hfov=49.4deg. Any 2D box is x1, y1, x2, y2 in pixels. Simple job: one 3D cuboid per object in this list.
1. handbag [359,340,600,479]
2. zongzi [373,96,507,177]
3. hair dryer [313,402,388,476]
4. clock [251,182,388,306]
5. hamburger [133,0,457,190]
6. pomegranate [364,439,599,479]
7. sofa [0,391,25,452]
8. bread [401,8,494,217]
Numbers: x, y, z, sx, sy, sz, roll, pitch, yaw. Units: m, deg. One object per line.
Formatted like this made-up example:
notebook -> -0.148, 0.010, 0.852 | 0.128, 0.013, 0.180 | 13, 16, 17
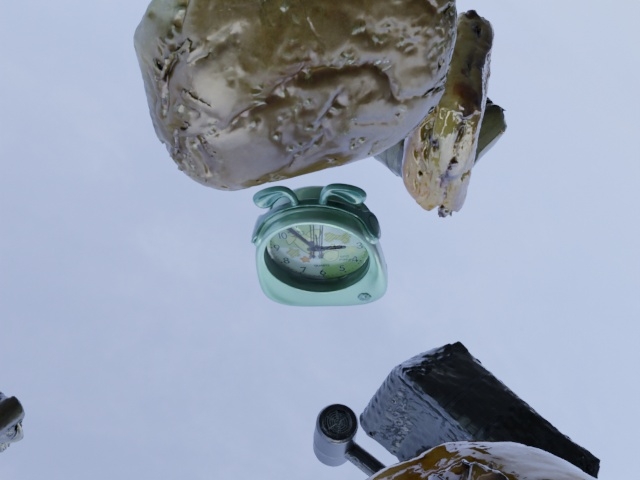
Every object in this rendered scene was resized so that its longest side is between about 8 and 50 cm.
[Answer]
handbag -> 0.155, 0.226, 0.708 | 0.089, 0.175, 0.270 | -24, -127, -38
zongzi -> 0.232, -0.237, 1.486 | 0.274, 0.251, 0.125 | 42, 172, 43
hair dryer -> 0.081, 0.370, 1.159 | 0.219, 0.124, 0.071 | 36, -120, 18
clock -> 0.000, 0.001, 0.773 | 0.148, 0.188, 0.060 | 0, -131, 7
hamburger -> -0.009, -0.153, 0.597 | 0.285, 0.265, 0.134 | -14, -133, -8
pomegranate -> 0.093, 0.220, 0.365 | 0.248, 0.248, 0.248 | 20, -130, -26
sofa -> -0.543, 0.261, 0.908 | 0.200, 0.258, 0.182 | -37, -68, -56
bread -> 0.172, -0.168, 0.957 | 0.099, 0.235, 0.210 | 10, -127, 11
